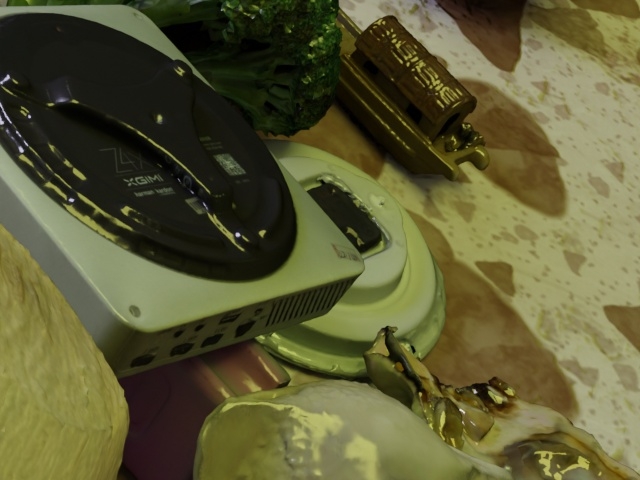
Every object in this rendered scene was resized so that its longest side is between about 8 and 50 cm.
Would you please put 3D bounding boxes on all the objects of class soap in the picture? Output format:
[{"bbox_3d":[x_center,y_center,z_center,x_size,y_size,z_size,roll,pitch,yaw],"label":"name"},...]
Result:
[{"bbox_3d":[-0.124,0.064,1.126,0.203,0.122,0.065,45,40,15],"label":"soap"}]

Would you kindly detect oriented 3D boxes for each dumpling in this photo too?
[{"bbox_3d":[0.007,0.172,1.070,0.126,0.166,0.216,29,8,34],"label":"dumpling"}]

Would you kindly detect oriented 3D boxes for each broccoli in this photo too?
[{"bbox_3d":[-0.111,-0.196,1.320,0.308,0.308,0.275,37,74,4],"label":"broccoli"}]

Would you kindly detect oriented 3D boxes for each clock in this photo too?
[{"bbox_3d":[0.000,0.000,1.334,0.236,0.053,0.236,18,41,-16],"label":"clock"}]

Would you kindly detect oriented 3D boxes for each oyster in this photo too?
[{"bbox_3d":[0.161,0.199,1.213,0.354,0.107,0.201,40,17,27],"label":"oyster"}]

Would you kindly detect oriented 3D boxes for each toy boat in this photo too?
[{"bbox_3d":[0.058,-0.141,1.492,0.068,0.088,0.226,-24,66,-46],"label":"toy boat"}]

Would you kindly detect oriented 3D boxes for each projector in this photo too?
[{"bbox_3d":[-0.120,-0.048,1.075,0.259,0.079,0.257,48,29,16],"label":"projector"}]

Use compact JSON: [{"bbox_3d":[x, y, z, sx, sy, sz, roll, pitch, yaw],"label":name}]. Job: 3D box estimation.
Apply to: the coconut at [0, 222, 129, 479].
[{"bbox_3d":[-0.269,0.109,0.804,0.346,0.346,0.360,31,39,-3],"label":"coconut"}]
